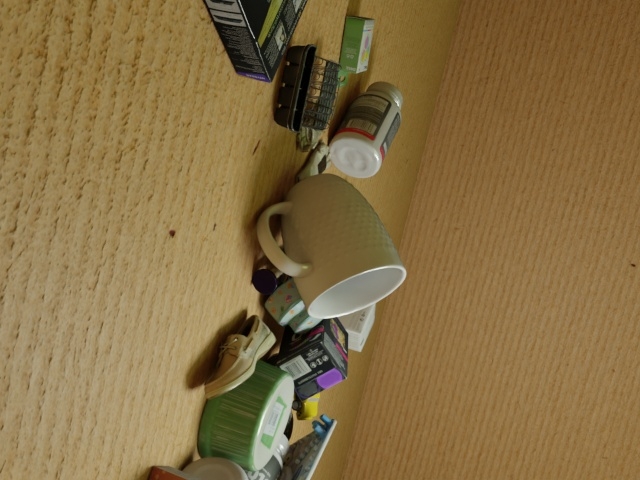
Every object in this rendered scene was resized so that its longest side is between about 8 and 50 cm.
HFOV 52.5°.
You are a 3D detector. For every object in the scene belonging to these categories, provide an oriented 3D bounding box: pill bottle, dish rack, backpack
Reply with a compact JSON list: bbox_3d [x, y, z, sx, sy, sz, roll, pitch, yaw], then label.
[{"bbox_3d":[-0.205,0.672,1.855,0.283,0.161,0.161,-55,155,-51],"label":"pill bottle"},{"bbox_3d":[0.159,-0.368,2.096,0.176,0.176,0.318,85,26,-51],"label":"pill bottle"},{"bbox_3d":[-0.012,-0.371,1.638,0.271,0.074,0.208,-6,112,-61],"label":"dish rack"},{"bbox_3d":[-0.275,0.713,1.619,0.181,0.181,0.323,-48,150,-58],"label":"pill bottle"},{"bbox_3d":[-0.060,0.180,1.853,0.166,0.144,0.188,-42,153,12],"label":"backpack"}]

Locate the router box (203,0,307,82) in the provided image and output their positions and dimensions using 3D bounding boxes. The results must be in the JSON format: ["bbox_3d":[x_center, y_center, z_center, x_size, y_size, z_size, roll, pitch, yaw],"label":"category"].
[{"bbox_3d":[-0.102,-0.503,1.248,0.243,0.081,0.309,67,41,-65],"label":"router box"}]

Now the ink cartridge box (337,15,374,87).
[{"bbox_3d":[0.104,-0.557,1.938,0.109,0.062,0.209,-43,146,-63],"label":"ink cartridge box"}]

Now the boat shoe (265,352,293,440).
[{"bbox_3d":[-0.143,0.512,2.007,0.095,0.112,0.335,-58,152,-68],"label":"boat shoe"}]

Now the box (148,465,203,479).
[{"bbox_3d":[-0.302,0.588,1.426,0.091,0.170,0.130,65,43,-69],"label":"box"}]

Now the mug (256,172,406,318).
[{"bbox_3d":[0.000,0.000,1.691,0.374,0.328,0.276,0,147,-41],"label":"mug"}]

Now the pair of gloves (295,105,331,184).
[{"bbox_3d":[-0.013,-0.269,1.850,0.204,0.042,0.240,-55,154,-50],"label":"pair of gloves"}]

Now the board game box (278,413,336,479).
[{"bbox_3d":[-0.142,0.743,1.986,0.390,0.050,0.390,-43,-172,40],"label":"board game box"}]

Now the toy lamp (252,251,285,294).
[{"bbox_3d":[-0.097,0.069,1.809,0.274,0.080,0.080,-44,146,-62],"label":"toy lamp"}]

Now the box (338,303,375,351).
[{"bbox_3d":[0.104,0.310,2.534,0.119,0.182,0.181,88,23,-46],"label":"box"}]

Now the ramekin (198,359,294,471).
[{"bbox_3d":[-0.187,0.465,1.742,0.303,0.148,0.303,15,90,-74],"label":"ramekin"}]

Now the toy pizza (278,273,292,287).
[{"bbox_3d":[-0.079,0.125,2.010,0.201,0.032,0.201,15,90,-74],"label":"toy pizza"}]

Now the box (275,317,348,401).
[{"bbox_3d":[-0.019,0.329,1.967,0.143,0.165,0.270,57,13,-15],"label":"box"}]

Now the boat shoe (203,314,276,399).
[{"bbox_3d":[-0.211,0.283,1.611,0.098,0.109,0.302,60,29,-9],"label":"boat shoe"}]

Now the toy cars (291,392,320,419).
[{"bbox_3d":[-0.018,0.421,2.181,0.176,0.087,0.394,57,29,-25],"label":"toy cars"}]
